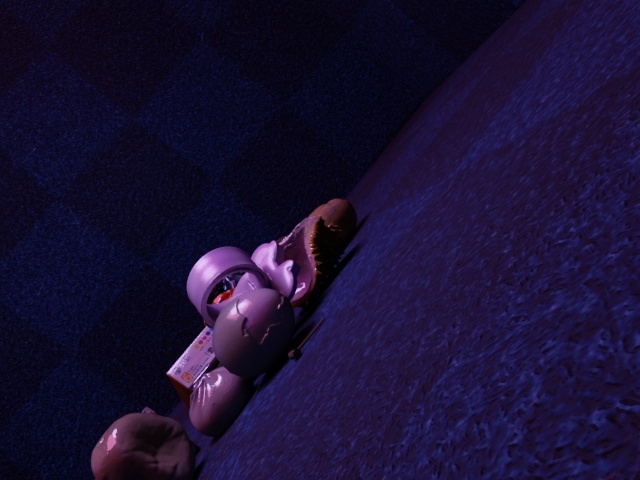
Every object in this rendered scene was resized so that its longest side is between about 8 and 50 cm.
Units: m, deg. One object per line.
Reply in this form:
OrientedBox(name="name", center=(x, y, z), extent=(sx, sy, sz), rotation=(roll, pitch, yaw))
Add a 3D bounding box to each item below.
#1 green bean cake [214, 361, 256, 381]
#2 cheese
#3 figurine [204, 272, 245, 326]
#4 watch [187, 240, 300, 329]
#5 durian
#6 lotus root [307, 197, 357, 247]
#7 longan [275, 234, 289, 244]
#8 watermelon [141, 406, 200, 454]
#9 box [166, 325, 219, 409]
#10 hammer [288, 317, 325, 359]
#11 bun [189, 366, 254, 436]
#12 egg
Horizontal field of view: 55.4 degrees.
OrientedBox(name="green bean cake", center=(-0.206, 0.323, 1.637), extent=(0.183, 0.094, 0.185), rotation=(-50, 4, 4))
OrientedBox(name="cheese", center=(-0.356, 0.464, 1.269), extent=(0.117, 0.218, 0.235), rotation=(-51, -29, 15))
OrientedBox(name="figurine", center=(-0.323, 0.223, 2.273), extent=(0.306, 0.411, 0.241), rotation=(-2, -64, -37))
OrientedBox(name="watch", center=(-0.203, 0.112, 1.545), extent=(0.249, 0.217, 0.211), rotation=(-58, 43, 9))
OrientedBox(name="durian", center=(-0.024, 0.062, 1.713), extent=(0.305, 0.185, 0.195), rotation=(-56, -24, 18))
OrientedBox(name="lotus root", center=(0.000, 0.000, 1.973), extent=(0.169, 0.151, 0.343), rotation=(-23, 25, 54))
OrientedBox(name="longan", center=(-0.105, 0.084, 2.102), extent=(0.220, 0.196, 0.196), rotation=(-44, 2, -14))
OrientedBox(name="watermelon", center=(-0.456, 0.564, 1.613), extent=(0.188, 0.175, 0.322), rotation=(-52, 3, -30))
OrientedBox(name="box", center=(-0.328, 0.384, 1.808), extent=(0.221, 0.091, 0.274), rotation=(-52, -21, -26))
OrientedBox(name="hammer", center=(-0.027, 0.202, 1.272), extent=(0.110, 0.019, 0.035), rotation=(-50, 3, -27))
OrientedBox(name="bun", center=(-0.247, 0.373, 1.452), extent=(0.173, 0.119, 0.173), rotation=(-50, 6, 7))
OrientedBox(name="egg", center=(-0.147, 0.205, 1.416), extent=(0.217, 0.183, 0.183), rotation=(-48, 4, 17))
